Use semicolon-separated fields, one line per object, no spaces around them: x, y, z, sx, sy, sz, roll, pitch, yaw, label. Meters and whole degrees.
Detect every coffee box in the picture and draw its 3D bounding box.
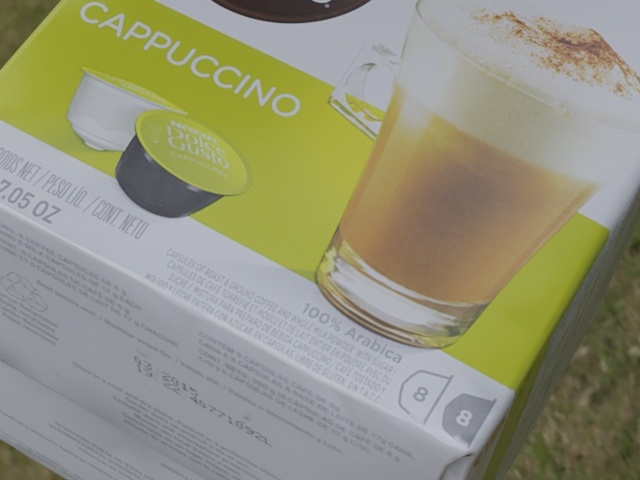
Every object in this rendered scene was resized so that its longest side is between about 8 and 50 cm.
0.000;0.000;1.058;0.338;0.338;0.334;28;60;12;coffee box
